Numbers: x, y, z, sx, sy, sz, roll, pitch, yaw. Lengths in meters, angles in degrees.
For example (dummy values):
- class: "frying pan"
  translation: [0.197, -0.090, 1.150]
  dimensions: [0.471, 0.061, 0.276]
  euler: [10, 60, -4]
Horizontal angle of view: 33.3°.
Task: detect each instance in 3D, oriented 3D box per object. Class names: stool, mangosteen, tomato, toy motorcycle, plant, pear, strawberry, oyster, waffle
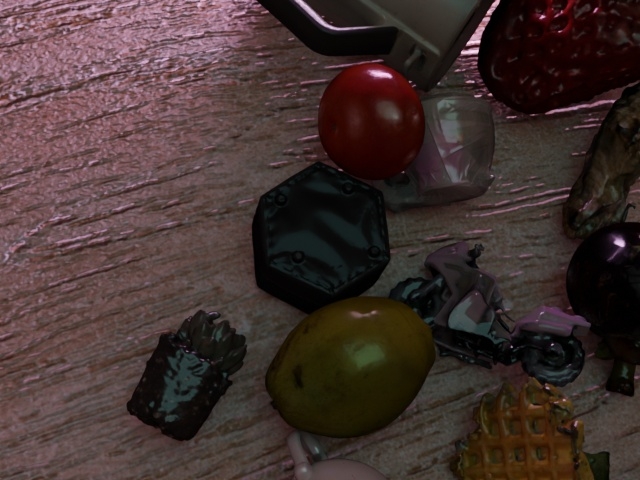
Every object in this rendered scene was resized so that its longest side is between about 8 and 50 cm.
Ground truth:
- class: "stool"
  translation: [0.000, 0.000, 1.722]
  dimensions: [0.232, 0.141, 0.232]
  euler: [3, 72, -9]
- class: "mangosteen"
  translation: [0.506, 0.113, 1.757]
  dimensions: [0.231, 0.231, 0.289]
  euler: [14, 108, -5]
- class: "tomato"
  translation: [0.076, -0.189, 1.709]
  dimensions: [0.136, 0.195, 0.195]
  euler: [-9, 72, -27]
- class: "toy motorcycle"
  translation: [0.277, 0.109, 1.727]
  dimensions: [0.327, 0.143, 0.188]
  euler: [19, 66, 14]
- class: "plant"
  translation: [-0.201, 0.202, 1.626]
  dimensions: [0.129, 0.132, 0.194]
  euler: [33, 74, -1]
- class: "pear"
  translation: [0.047, 0.193, 1.632]
  dimensions: [0.269, 0.212, 0.212]
  euler: [-28, 78, -13]
- class: "strawberry"
  translation: [0.439, -0.370, 1.887]
  dimensions: [0.345, 0.295, 0.317]
  euler: [-41, 101, 14]
- class: "oyster"
  translation: [0.526, -0.140, 1.856]
  dimensions: [0.133, 0.198, 0.337]
  euler: [29, 88, 7]
- class: "waffle"
  translation: [0.308, 0.351, 1.605]
  dimensions: [0.060, 0.262, 0.280]
  euler: [9, 26, -42]

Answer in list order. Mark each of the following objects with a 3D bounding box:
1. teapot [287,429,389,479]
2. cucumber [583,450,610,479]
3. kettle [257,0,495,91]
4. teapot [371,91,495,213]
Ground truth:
- class: "teapot"
  translation: [0.028, 0.415, 1.590]
  dimensions: [0.204, 0.139, 0.298]
  euler: [-28, 79, 15]
- class: "cucumber"
  translation: [0.388, 0.441, 1.649]
  dimensions: [0.134, 0.134, 0.244]
  euler: [0, 75, -10]
- class: "kettle"
  translation: [0.074, -0.429, 1.820]
  dimensions: [0.377, 0.250, 0.361]
  euler: [35, 56, 6]
- class: "teapot"
  translation: [0.186, -0.145, 1.795]
  dimensions: [0.222, 0.163, 0.178]
  euler: [-2, 76, -9]
